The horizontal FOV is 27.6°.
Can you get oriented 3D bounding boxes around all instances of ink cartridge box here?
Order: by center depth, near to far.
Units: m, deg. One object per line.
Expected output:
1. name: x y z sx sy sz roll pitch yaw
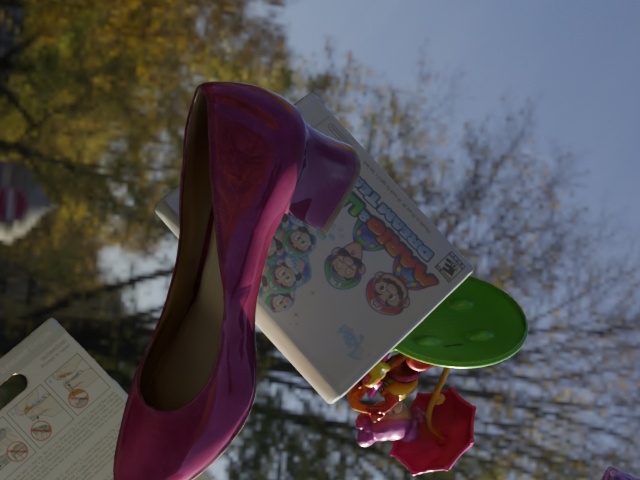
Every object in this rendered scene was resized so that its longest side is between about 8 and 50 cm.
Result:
1. ink cartridge box: -0.222 0.212 1.129 0.189 0.232 0.066 -42 166 -26

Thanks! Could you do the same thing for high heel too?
1. high heel: -0.075 0.033 0.701 0.244 0.117 0.082 -56 -133 11

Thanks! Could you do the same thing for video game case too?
1. video game case: 0.000 0.000 0.800 0.143 0.157 0.019 -39 175 -37

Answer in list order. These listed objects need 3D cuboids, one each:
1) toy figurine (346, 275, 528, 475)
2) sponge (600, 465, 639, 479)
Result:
1. toy figurine: 0.077 0.128 1.092 0.130 0.173 0.159 -120 -150 -53
2. sponge: 0.202 0.263 0.876 0.031 0.117 0.210 -93 -155 -72
